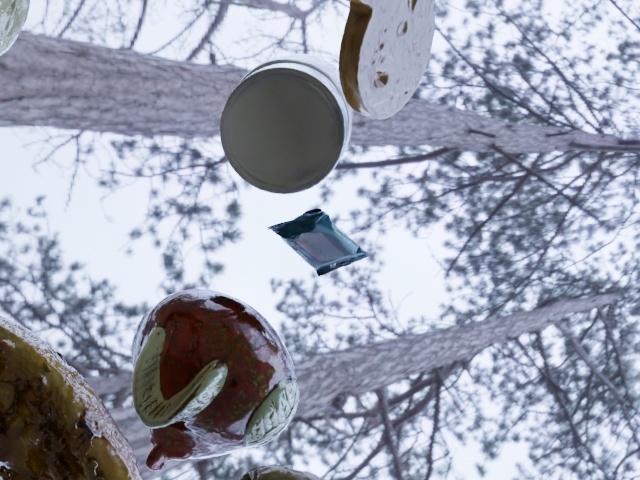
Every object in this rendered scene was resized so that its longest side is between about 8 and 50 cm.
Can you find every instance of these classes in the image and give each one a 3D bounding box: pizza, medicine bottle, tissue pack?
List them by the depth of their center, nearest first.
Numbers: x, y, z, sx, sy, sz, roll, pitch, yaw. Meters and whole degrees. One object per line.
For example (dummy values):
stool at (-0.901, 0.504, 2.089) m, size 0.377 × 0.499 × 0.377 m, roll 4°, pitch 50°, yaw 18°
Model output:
pizza at (-0.293, 0.165, 0.739) m, size 0.305 × 0.085 × 0.161 m, roll 37°, pitch -65°, yaw 2°
tissue pack at (0.000, 0.000, 1.055) m, size 0.085 × 0.138 × 0.028 m, roll -20°, pitch -131°, yaw 22°
medicine bottle at (-0.047, -0.209, 1.338) m, size 0.210 × 0.371 × 0.211 m, roll 1°, pitch -75°, yaw 3°

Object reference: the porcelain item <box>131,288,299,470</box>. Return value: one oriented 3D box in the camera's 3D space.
porcelain item at (-0.158, 0.199, 1.035) m, size 0.252 × 0.253 × 0.253 m, roll 4°, pitch -82°, yaw 34°

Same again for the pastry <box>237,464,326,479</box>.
pastry at (-0.042, 0.307, 0.653) m, size 0.218 × 0.100 × 0.229 m, roll 40°, pitch -83°, yaw 6°

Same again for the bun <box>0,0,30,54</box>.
bun at (-0.387, -0.311, 0.872) m, size 0.222 × 0.127 × 0.222 m, roll 160°, pitch -90°, yaw -76°

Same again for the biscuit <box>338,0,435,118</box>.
biscuit at (0.103, -0.350, 1.117) m, size 0.052 × 0.275 × 0.355 m, roll 24°, pitch -57°, yaw 30°
